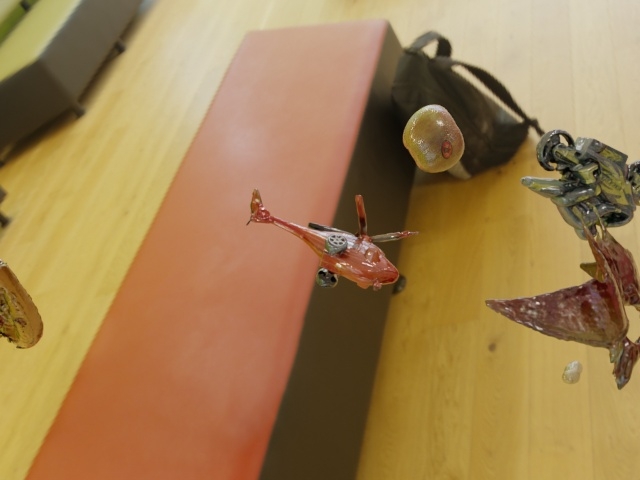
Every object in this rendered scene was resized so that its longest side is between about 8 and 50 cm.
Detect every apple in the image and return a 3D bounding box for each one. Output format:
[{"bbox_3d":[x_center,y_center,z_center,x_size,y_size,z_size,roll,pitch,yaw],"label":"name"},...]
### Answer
[{"bbox_3d":[0.213,-0.190,1.457,0.102,0.126,0.126,-32,36,9],"label":"apple"}]

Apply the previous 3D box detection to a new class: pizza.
[{"bbox_3d":[-0.391,0.052,0.852,0.193,0.201,0.053,31,60,15],"label":"pizza"}]

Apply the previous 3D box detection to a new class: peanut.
[{"bbox_3d":[0.533,0.280,1.624,0.037,0.037,0.083,-11,6,29],"label":"peanut"}]

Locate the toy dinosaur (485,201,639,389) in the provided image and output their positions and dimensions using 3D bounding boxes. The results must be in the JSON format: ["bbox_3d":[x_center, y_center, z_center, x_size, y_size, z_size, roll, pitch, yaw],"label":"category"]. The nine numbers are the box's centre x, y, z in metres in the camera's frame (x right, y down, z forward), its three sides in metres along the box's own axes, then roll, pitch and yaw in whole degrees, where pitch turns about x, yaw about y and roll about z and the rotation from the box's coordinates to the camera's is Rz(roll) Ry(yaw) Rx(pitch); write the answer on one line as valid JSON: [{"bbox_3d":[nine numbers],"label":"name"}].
[{"bbox_3d":[0.320,0.057,0.934,0.113,0.206,0.327,-15,23,32],"label":"toy dinosaur"}]

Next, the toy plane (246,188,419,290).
[{"bbox_3d":[0.003,-0.005,0.891,0.126,0.194,0.077,-50,4,42],"label":"toy plane"}]

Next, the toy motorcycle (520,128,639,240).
[{"bbox_3d":[0.340,-0.063,0.976,0.061,0.194,0.124,-145,71,-68],"label":"toy motorcycle"}]
